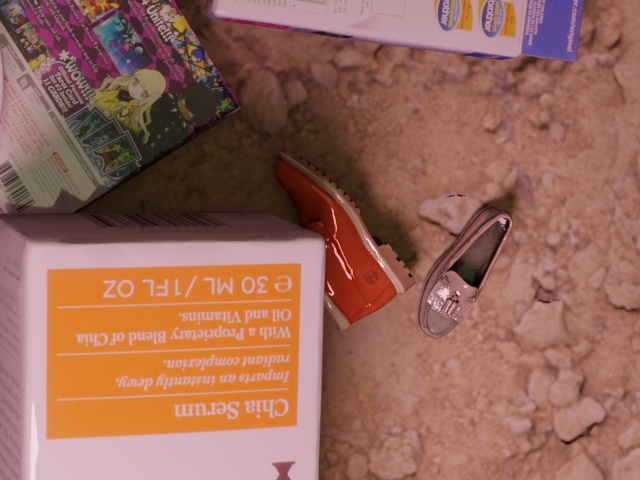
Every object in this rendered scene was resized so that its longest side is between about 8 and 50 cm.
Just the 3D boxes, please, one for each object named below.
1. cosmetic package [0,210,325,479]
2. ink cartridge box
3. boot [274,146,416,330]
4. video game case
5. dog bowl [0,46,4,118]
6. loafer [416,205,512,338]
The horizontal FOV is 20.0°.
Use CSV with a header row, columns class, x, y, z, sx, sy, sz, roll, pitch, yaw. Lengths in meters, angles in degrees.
class,x,y,z,sx,sy,sz,roll,pitch,yaw
cosmetic package,-0.131,0.210,1.389,0.230,0.161,0.453,-2,99,-20
ink cartridge box,0.070,-0.254,1.500,0.311,0.065,0.186,7,90,-9
boot,0.000,0.000,1.498,0.084,0.059,0.158,-38,99,-3
video game case,-0.212,-0.148,1.458,0.210,0.042,0.232,-34,97,-7
dog bowl,-0.371,-0.116,1.318,0.264,0.104,0.265,-3,97,-29
loafer,0.122,0.026,1.529,0.045,0.039,0.125,31,86,-11
